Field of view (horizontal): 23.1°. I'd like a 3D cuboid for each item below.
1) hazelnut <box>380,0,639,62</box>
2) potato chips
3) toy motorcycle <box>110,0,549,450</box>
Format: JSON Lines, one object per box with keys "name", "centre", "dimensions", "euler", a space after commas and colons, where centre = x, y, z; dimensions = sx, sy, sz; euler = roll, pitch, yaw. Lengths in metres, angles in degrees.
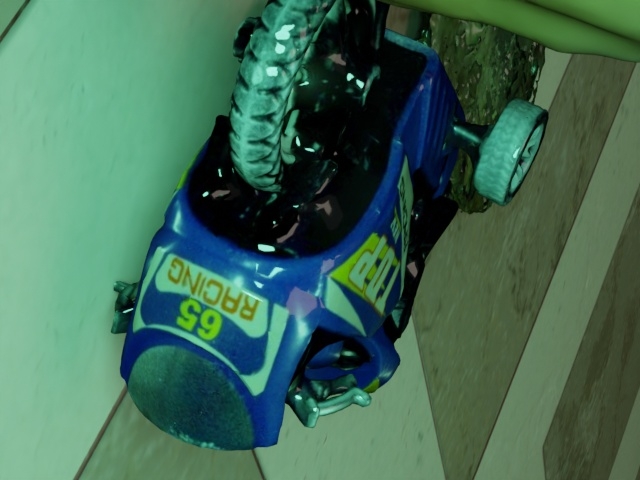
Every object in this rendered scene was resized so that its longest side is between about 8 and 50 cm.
{"name": "hazelnut", "centre": [0.046, -0.173, 0.388], "dimensions": [0.241, 0.261, 0.261], "euler": [89, 24, -48]}
{"name": "potato chips", "centre": [0.097, -0.110, 0.876], "dimensions": [0.220, 0.029, 0.202], "euler": [-27, 127, -64]}
{"name": "toy motorcycle", "centre": [0.000, 0.000, 0.592], "dimensions": [0.169, 0.113, 0.315], "euler": [-64, 166, -4]}
